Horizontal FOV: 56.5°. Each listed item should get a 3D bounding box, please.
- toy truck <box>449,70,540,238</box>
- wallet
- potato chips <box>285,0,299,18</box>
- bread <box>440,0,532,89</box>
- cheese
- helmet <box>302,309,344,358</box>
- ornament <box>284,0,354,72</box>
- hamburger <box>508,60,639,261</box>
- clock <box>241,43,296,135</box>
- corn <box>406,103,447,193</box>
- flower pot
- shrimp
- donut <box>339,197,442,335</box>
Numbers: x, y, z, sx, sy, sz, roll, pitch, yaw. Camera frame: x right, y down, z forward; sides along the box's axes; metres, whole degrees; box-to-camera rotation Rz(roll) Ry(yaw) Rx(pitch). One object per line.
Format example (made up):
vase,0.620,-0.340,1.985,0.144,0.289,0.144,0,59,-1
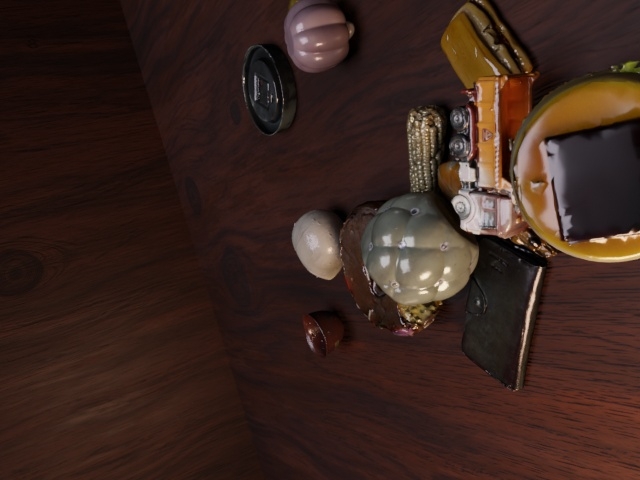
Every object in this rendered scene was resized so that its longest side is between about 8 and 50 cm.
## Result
toy truck,0.303,-0.144,1.016,0.135,0.114,0.271,14,114,49
wallet,0.379,0.150,1.255,0.172,0.045,0.318,36,134,46
potato chips,-0.014,-0.668,1.480,0.080,0.057,0.407,59,151,11
bread,0.297,-0.344,1.095,0.201,0.077,0.116,63,159,18
cheese,0.000,0.000,1.740,0.198,0.154,0.189,61,145,21
helmet,0.020,0.294,1.921,0.155,0.106,0.175,51,149,33
ornament,-0.002,-0.506,1.463,0.177,0.177,0.178,38,137,47
hamburger,0.416,-0.106,0.850,0.294,0.179,0.276,-12,96,32
clock,-0.162,-0.472,1.863,0.280,0.055,0.281,37,136,47
corn,0.233,-0.192,1.294,0.087,0.087,0.211,37,143,47
flower pot,0.210,0.015,1.255,0.195,0.246,0.246,-44,62,23
shrimp,0.338,-0.051,1.178,0.287,0.063,0.152,46,159,22
donut,0.164,0.069,1.507,0.259,0.136,0.346,-14,93,64
